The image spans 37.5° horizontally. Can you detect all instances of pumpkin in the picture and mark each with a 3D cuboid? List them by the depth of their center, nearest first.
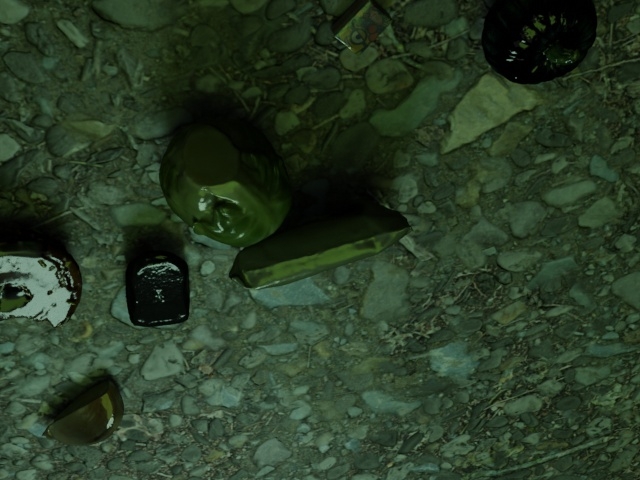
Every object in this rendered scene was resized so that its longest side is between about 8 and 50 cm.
[{"bbox_3d":[0.357,-0.341,1.538,0.194,0.150,0.194,7,157,3],"label":"pumpkin"}]

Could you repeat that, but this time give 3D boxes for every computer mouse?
[{"bbox_3d":[-0.306,0.083,1.767,0.122,0.073,0.217,-2,137,-10],"label":"computer mouse"}]

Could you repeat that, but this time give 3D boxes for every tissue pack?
[{"bbox_3d":[0.067,-0.348,1.521,0.083,0.035,0.063,-43,127,19],"label":"tissue pack"}]

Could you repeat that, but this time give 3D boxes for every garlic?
[{"bbox_3d":[-0.479,0.372,1.967,0.196,0.087,0.101,-33,117,18],"label":"garlic"}]

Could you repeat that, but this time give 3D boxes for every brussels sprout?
[{"bbox_3d":[-0.156,-0.096,1.553,0.244,0.244,0.244,-7,131,-9],"label":"brussels sprout"}]

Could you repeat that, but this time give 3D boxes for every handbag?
[{"bbox_3d":[-0.004,0.001,1.680,0.316,0.253,0.109,-18,96,1],"label":"handbag"}]

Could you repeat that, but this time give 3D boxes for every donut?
[{"bbox_3d":[-0.543,0.068,1.665,0.230,0.096,0.216,-14,130,-13],"label":"donut"}]
